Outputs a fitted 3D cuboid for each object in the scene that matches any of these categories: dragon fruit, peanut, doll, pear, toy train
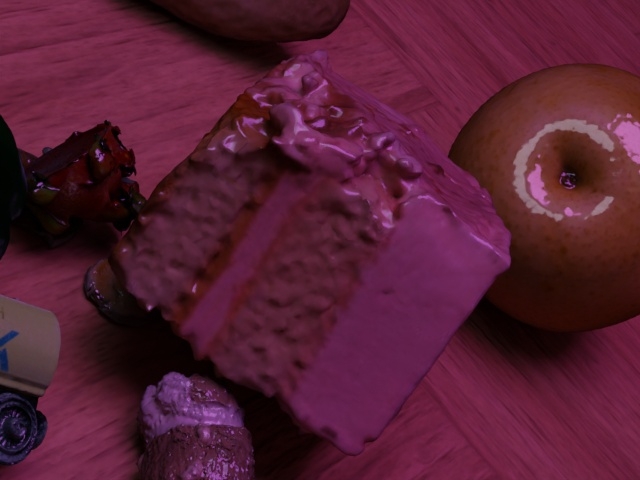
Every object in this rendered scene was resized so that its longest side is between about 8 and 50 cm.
[{"bbox_3d":[-0.232,-0.064,1.393,0.175,0.138,0.142,41,63,-41],"label":"dragon fruit"},{"bbox_3d":[-0.137,-0.375,1.795,0.387,0.192,0.169,25,30,-18],"label":"peanut"},{"bbox_3d":[-0.111,0.212,1.244,0.115,0.105,0.221,47,20,-34],"label":"doll"},{"bbox_3d":[0.320,-0.053,1.730,0.348,0.348,0.348,24,38,-20],"label":"pear"},{"bbox_3d":[-0.321,0.091,1.117,0.253,0.105,0.157,25,68,-44],"label":"toy train"}]

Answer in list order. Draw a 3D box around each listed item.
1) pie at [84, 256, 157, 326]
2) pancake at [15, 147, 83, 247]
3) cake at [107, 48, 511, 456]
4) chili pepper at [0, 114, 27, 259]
[{"bbox_3d":[-0.204,0.052,1.414,0.084,0.020,0.084,24,40,-22],"label":"pie"},{"bbox_3d":[-0.305,-0.051,1.437,0.129,0.022,0.116,33,36,-18],"label":"pancake"},{"bbox_3d":[0.000,0.000,1.350,0.307,0.293,0.314,37,16,-2],"label":"cake"},{"bbox_3d":[-0.342,-0.044,1.205,0.165,0.261,0.174,-4,71,-5],"label":"chili pepper"}]
